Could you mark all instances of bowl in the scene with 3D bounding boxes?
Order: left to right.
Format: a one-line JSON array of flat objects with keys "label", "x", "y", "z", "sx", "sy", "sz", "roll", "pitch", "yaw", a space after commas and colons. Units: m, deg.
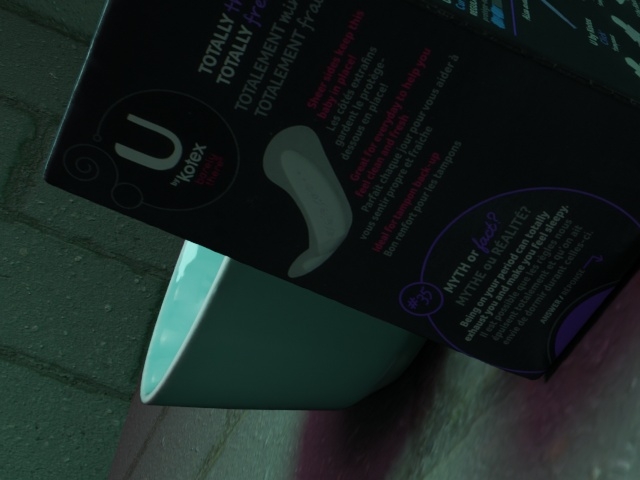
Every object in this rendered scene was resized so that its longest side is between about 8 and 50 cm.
[{"label": "bowl", "x": 0.000, "y": 0.000, "z": 0.827, "sx": 0.311, "sy": 0.163, "sz": 0.311, "roll": -158, "pitch": 90, "yaw": -80}]

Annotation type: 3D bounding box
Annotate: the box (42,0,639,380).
[{"label": "box", "x": 0.028, "y": -0.073, "z": 0.558, "sx": 0.143, "sy": 0.270, "sz": 0.165, "roll": -84, "pitch": 20, "yaw": -54}]
